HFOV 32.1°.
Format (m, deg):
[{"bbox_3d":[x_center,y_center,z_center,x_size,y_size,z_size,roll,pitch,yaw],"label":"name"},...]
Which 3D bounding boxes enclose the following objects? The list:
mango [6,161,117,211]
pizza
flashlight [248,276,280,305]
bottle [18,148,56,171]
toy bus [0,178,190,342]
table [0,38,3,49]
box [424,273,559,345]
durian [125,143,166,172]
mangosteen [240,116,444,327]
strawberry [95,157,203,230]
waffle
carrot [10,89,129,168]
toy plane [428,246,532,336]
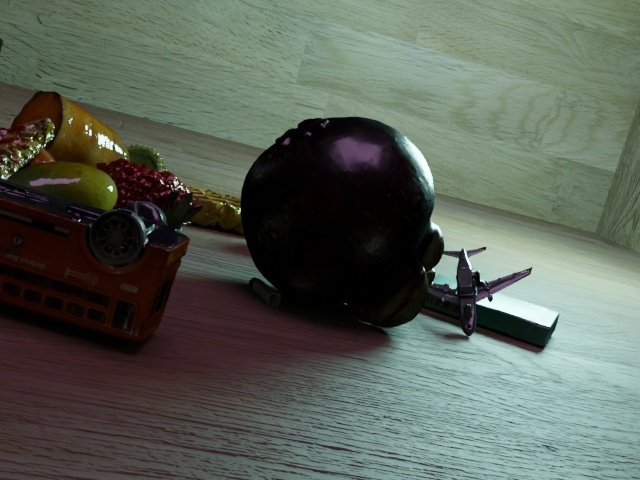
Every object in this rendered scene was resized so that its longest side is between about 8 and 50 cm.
[{"bbox_3d":[-0.413,-0.076,1.764,0.130,0.091,0.195,24,20,31],"label":"mango"},{"bbox_3d":[-0.547,-0.149,1.891,0.188,0.062,0.199,-22,29,1],"label":"pizza"},{"bbox_3d":[-0.082,0.074,1.623,0.018,0.018,0.083,10,10,-26],"label":"flashlight"},{"bbox_3d":[-0.478,-0.112,1.915,0.069,0.069,0.187,11,12,-29],"label":"bottle"},{"bbox_3d":[-0.322,0.000,1.226,0.329,0.153,0.143,18,7,1],"label":"toy bus"},{"bbox_3d":[-0.602,-0.160,1.328,0.222,0.272,0.335,22,10,29],"label":"table"},{"bbox_3d":[0.293,0.119,1.934,0.229,0.041,0.162,18,10,15],"label":"box"},{"bbox_3d":[-0.384,-0.148,2.297,0.215,0.086,0.100,24,25,30],"label":"durian"},{"bbox_3d":[0.032,-0.033,1.672,0.330,0.330,0.330,16,9,-2],"label":"mangosteen"},{"bbox_3d":[-0.320,-0.091,1.964,0.174,0.097,0.228,10,11,-37],"label":"strawberry"},{"bbox_3d":[-0.171,-0.053,2.137,0.211,0.055,0.160,14,8,-22],"label":"waffle"},{"bbox_3d":[-0.476,-0.187,2.183,0.159,0.159,0.225,25,2,44],"label":"carrot"},{"bbox_3d":[0.240,0.078,1.841,0.226,0.058,0.226,-4,28,8],"label":"toy plane"}]
